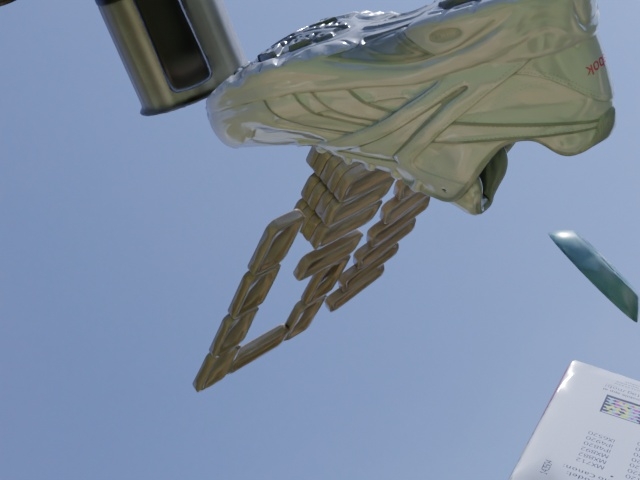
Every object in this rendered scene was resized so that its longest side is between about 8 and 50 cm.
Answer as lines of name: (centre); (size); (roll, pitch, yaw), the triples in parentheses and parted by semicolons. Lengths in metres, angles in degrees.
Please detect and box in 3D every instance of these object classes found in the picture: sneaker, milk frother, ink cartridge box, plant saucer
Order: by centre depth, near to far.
sneaker: (0.040, -0.060, 0.633); (0.232, 0.115, 0.090); (-8, 22, 39)
milk frother: (-0.137, -0.142, 0.808); (0.143, 0.129, 0.134); (-17, -72, 15)
ink cartridge box: (0.174, 0.287, 0.894); (0.272, 0.130, 0.309); (-39, -38, -61)
plant saucer: (0.266, 0.028, 1.193); (0.021, 0.119, 0.119); (-45, -37, 12)

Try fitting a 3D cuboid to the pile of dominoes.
pile of dominoes: (0.000, 0.000, 0.929); (0.196, 0.040, 0.251); (-28, -19, -33)
